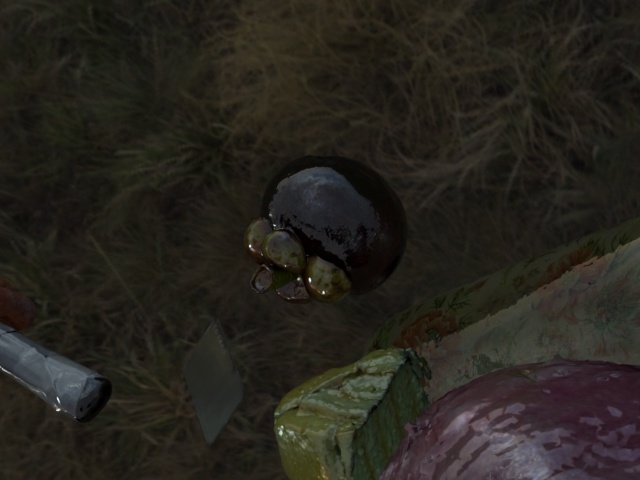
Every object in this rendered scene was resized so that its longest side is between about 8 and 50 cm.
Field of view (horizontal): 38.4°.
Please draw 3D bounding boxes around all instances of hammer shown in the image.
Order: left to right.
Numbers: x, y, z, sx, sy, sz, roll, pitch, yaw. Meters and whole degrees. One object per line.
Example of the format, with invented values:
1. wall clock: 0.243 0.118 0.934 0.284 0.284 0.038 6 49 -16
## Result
1. hammer: -0.360 0.061 0.820 0.427 0.044 0.152 26 56 24

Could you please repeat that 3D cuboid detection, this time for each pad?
1. pad: -0.153 0.197 1.296 0.112 0.003 0.157 -56 39 24

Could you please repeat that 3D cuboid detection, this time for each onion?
1. onion: 0.200 0.157 0.474 0.349 0.159 0.267 -10 47 -19

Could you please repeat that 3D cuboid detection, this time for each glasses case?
1. glasses case: 0.192 0.102 0.882 0.425 0.098 0.156 -28 47 44

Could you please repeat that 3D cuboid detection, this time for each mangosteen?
1. mangosteen: 0.000 0.000 1.144 0.194 0.194 0.230 25 60 24

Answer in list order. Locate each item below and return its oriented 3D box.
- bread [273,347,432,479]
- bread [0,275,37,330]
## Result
1. bread: 0.022 0.157 0.780 0.110 0.156 0.103 -5 107 34
2. bread: -0.481 0.078 1.056 0.244 0.123 0.190 29 69 10
